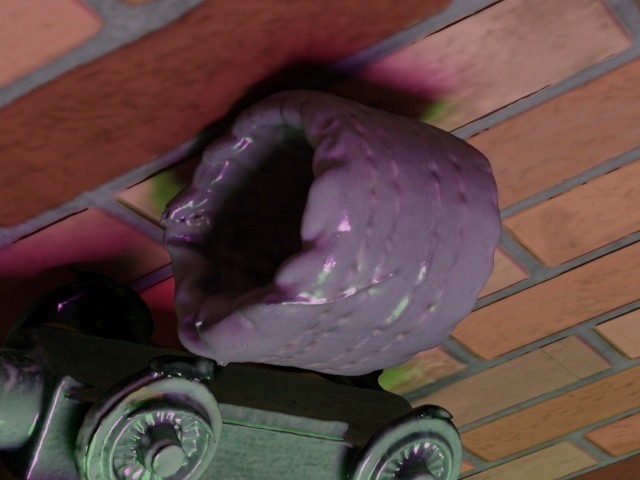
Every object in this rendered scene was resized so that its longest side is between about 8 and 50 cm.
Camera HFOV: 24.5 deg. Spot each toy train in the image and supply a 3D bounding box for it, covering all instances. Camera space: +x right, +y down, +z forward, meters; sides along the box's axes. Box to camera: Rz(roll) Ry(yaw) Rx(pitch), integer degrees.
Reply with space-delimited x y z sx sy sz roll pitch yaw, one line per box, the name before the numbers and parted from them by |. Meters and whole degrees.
toy train | -0.069 0.164 0.887 0.369 0.150 0.237 15 101 -40

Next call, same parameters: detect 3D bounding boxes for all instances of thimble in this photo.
thimble | 0.001 -0.003 0.742 0.118 0.127 0.151 14 140 -37
